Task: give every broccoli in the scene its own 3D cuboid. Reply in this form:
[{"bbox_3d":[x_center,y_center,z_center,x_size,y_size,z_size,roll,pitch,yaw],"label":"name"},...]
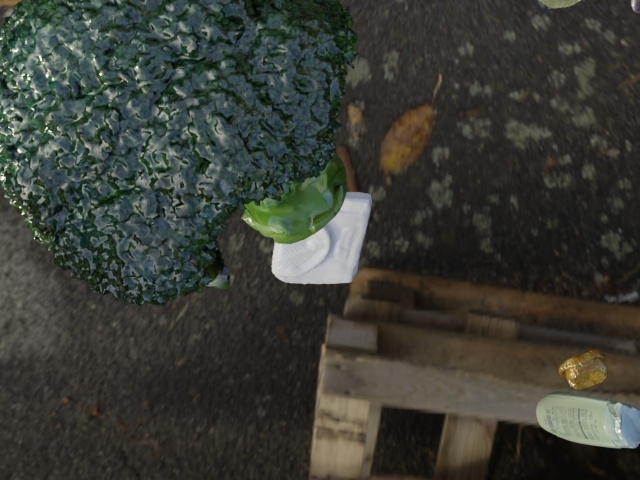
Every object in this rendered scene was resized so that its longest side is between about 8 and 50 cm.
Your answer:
[{"bbox_3d":[-0.083,-0.085,0.784,0.297,0.297,0.297,-42,135,17],"label":"broccoli"}]

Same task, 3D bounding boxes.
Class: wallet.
[{"bbox_3d":[0.000,0.000,1.515,0.124,0.032,0.183,2,138,-9],"label":"wallet"}]

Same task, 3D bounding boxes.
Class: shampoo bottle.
[{"bbox_3d":[0.371,0.248,1.550,0.049,0.212,0.072,-12,91,-20],"label":"shampoo bottle"}]

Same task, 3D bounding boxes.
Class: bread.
[{"bbox_3d":[0.451,0.219,1.906,0.081,0.046,0.083,16,135,-40],"label":"bread"}]

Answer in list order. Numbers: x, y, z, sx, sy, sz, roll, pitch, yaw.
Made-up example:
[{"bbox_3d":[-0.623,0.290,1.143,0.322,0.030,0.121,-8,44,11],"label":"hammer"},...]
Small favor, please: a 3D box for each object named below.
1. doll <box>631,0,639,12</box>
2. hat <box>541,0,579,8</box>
[{"bbox_3d":[0.573,-0.407,1.380,0.370,0.215,0.226,-5,103,54],"label":"doll"},{"bbox_3d":[0.433,-0.466,1.722,0.110,0.252,0.252,7,113,-27],"label":"hat"}]
